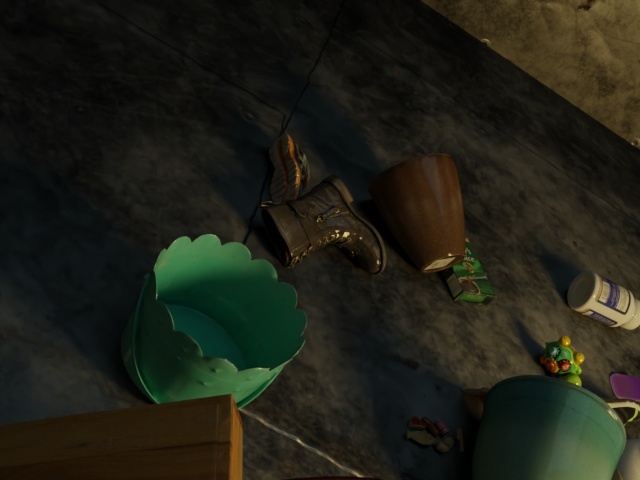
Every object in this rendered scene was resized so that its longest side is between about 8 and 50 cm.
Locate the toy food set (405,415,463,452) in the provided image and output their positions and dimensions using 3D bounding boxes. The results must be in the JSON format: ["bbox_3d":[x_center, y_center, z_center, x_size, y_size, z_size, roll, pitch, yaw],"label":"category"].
[{"bbox_3d":[0.217,0.373,1.765,0.122,0.019,0.078,21,38,-12],"label":"toy food set"}]

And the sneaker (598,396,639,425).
[{"bbox_3d":[0.646,0.411,2.079,0.235,0.084,0.097,10,68,-33],"label":"sneaker"}]

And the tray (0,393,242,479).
[{"bbox_3d":[-0.303,0.310,1.103,0.411,0.076,0.203,-9,44,5],"label":"tray"}]

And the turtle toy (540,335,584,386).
[{"bbox_3d":[0.559,0.289,2.113,0.066,0.095,0.130,-24,66,-29],"label":"turtle toy"}]

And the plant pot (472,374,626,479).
[{"bbox_3d":[0.395,0.430,1.668,0.272,0.271,0.255,36,49,-5],"label":"plant pot"}]

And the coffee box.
[{"bbox_3d":[0.337,0.067,2.189,0.113,0.040,0.184,11,44,-34],"label":"coffee box"}]

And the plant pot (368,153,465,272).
[{"bbox_3d":[0.246,-0.049,2.123,0.215,0.215,0.230,0,66,-42],"label":"plant pot"}]

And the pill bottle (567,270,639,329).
[{"bbox_3d":[0.752,0.163,2.396,0.187,0.112,0.112,25,37,-20],"label":"pill bottle"}]

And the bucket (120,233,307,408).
[{"bbox_3d":[-0.184,0.149,1.507,0.281,0.183,0.281,24,38,-20],"label":"bucket"}]

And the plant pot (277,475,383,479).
[{"bbox_3d":[0.001,0.464,1.221,0.236,0.267,0.267,-11,58,-37],"label":"plant pot"}]

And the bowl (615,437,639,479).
[{"bbox_3d":[0.727,0.534,1.946,0.298,0.134,0.298,24,39,-21],"label":"bowl"}]

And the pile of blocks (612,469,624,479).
[{"bbox_3d":[0.619,0.636,1.773,0.149,0.113,0.362,39,24,-51],"label":"pile of blocks"}]

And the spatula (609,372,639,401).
[{"bbox_3d":[0.847,0.400,2.289,0.296,0.030,0.084,23,36,-21],"label":"spatula"}]

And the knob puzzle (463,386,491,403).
[{"bbox_3d":[0.398,0.350,1.837,0.213,0.213,0.030,31,73,-12],"label":"knob puzzle"}]

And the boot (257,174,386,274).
[{"bbox_3d":[0.000,0.000,1.931,0.229,0.091,0.263,-34,91,-40],"label":"boot"}]

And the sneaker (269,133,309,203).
[{"bbox_3d":[-0.059,-0.144,2.036,0.083,0.084,0.215,36,37,-38],"label":"sneaker"}]
